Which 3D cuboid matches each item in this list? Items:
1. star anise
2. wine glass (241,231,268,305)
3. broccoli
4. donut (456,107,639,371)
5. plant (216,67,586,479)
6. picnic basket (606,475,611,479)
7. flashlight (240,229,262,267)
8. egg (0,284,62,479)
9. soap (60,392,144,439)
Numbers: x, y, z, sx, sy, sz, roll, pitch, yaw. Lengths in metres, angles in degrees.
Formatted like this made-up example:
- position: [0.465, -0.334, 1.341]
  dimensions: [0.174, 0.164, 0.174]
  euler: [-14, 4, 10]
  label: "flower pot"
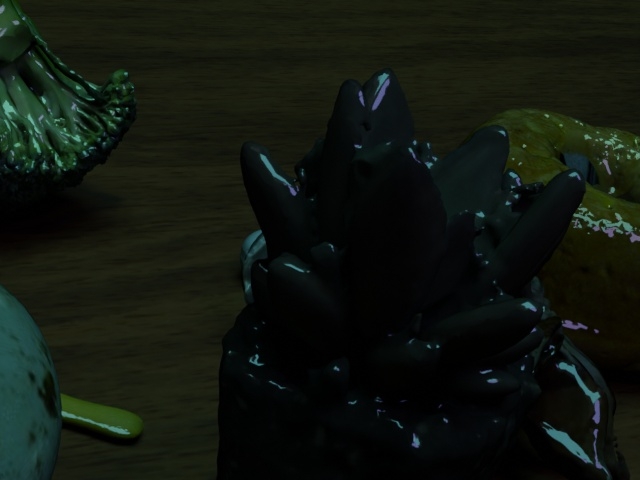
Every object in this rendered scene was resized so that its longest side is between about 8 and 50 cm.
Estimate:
- position: [0.134, 0.063, 1.179]
  dimensions: [0.088, 0.288, 0.288]
  euler: [-30, 28, 3]
  label: "star anise"
- position: [0.020, 0.064, 1.215]
  dimensions: [0.111, 0.111, 0.204]
  euler: [0, 29, -29]
  label: "wine glass"
- position: [-0.279, -0.204, 1.376]
  dimensions: [0.221, 0.361, 0.252]
  euler: [9, -3, 40]
  label: "broccoli"
- position: [0.235, -0.003, 1.443]
  dimensions: [0.299, 0.150, 0.317]
  euler: [2, 25, -31]
  label: "donut"
- position: [0.033, 0.062, 0.963]
  dimensions: [0.194, 0.320, 0.181]
  euler: [22, 23, 14]
  label: "plant"
- position: [0.185, 0.202, 1.053]
  dimensions: [0.083, 0.065, 0.083]
  euler: [5, 41, -8]
  label: "picnic basket"
- position: [0.000, 0.000, 1.437]
  dimensions: [0.093, 0.047, 0.200]
  euler: [24, 28, 25]
  label: "flashlight"
- position: [-0.229, 0.107, 0.913]
  dimensions: [0.169, 0.169, 0.231]
  euler: [5, 35, -19]
  label: "egg"
- position: [-0.164, 0.118, 1.115]
  dimensions: [0.089, 0.012, 0.034]
  euler: [16, 23, 5]
  label: "soap"
